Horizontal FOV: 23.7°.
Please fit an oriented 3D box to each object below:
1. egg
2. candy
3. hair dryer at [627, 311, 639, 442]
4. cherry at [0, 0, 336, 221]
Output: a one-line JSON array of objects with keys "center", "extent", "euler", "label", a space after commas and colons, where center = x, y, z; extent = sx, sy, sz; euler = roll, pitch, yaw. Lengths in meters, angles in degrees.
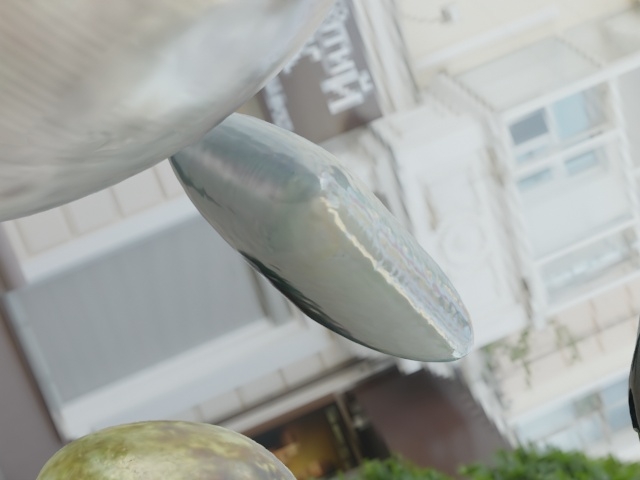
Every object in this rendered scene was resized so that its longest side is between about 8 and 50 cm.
[{"center": [-0.137, 0.285, 1.447], "extent": [0.289, 0.238, 0.238], "euler": [34, 5, -23], "label": "egg"}, {"center": [0.000, 0.000, 0.829], "extent": [0.138, 0.071, 0.174], "euler": [28, -11, 44], "label": "candy"}, {"center": [0.210, 0.017, 0.660], "extent": [0.298, 0.119, 0.296], "euler": [144, -66, -79], "label": "hair dryer"}, {"center": [-0.140, -0.155, 0.637], "extent": [0.335, 0.326, 0.291], "euler": [24, -23, 36], "label": "cherry"}]
